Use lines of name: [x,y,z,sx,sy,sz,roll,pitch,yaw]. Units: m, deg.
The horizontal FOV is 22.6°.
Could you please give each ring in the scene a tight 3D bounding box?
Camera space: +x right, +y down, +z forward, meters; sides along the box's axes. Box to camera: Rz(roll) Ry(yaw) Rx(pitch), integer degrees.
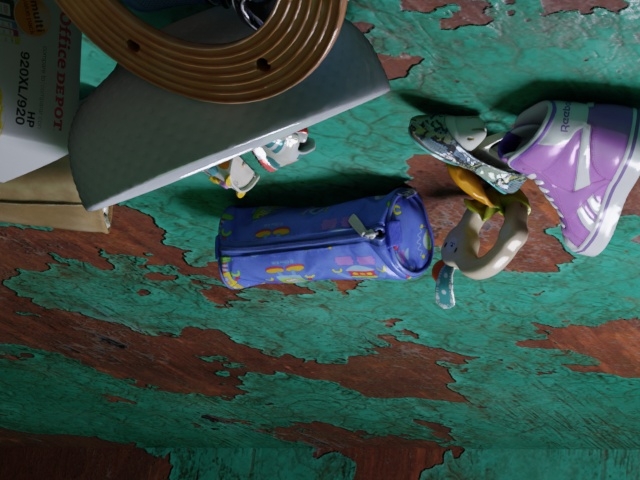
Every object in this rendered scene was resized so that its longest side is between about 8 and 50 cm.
ring: [-0.122,-0.265,1.355,0.336,0.032,0.337,20,135,21]

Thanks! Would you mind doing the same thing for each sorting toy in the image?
sorting toy: [-0.132,-0.092,2.071,0.075,0.045,0.083,19,167,27]

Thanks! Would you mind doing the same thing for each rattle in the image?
rattle: [0.163,-0.005,2.037,0.142,0.130,0.199,10,150,-38]

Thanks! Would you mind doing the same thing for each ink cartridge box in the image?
ink cartridge box: [-0.390,-0.177,1.674,0.232,0.171,0.168,11,164,-37]

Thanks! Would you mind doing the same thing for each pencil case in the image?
pencil case: [0.000,0.000,2.145,0.306,0.119,0.133,-5,174,29]

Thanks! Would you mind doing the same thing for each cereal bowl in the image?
cereal bowl: [-0.107,-0.153,1.624,0.339,0.141,0.339,-22,-178,1]

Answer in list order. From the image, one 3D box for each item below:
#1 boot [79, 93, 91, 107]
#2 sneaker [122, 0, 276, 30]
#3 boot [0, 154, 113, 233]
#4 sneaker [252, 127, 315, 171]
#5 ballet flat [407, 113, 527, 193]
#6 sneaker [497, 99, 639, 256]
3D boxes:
boot: [-0.295,-0.103,2.015,0.161,0.083,0.246,0,154,17]
sneaker: [-0.064,-0.249,1.442,0.330,0.147,0.130,-7,156,36]
boot: [-0.394,-0.095,1.918,0.269,0.089,0.236,4,153,3]
sneaker: [-0.059,-0.137,1.905,0.075,0.057,0.161,-18,152,16]
ballet flat: [0.183,-0.114,1.876,0.070,0.070,0.188,-12,154,43]
sneaker: [0.283,-0.082,1.875,0.161,0.102,0.282,10,150,2]
